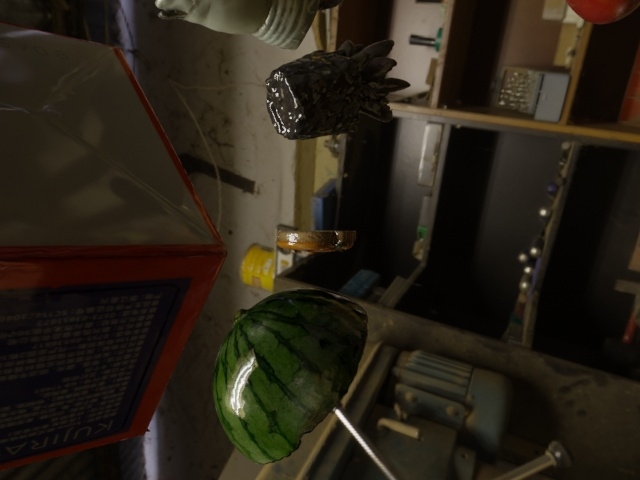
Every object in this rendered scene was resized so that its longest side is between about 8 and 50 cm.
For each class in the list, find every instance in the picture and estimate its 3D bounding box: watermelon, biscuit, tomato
[{"bbox_3d":[-0.082,0.207,0.887,0.331,0.189,0.331,-54,14,19],"label":"watermelon"},{"bbox_3d":[0.000,0.004,1.044,0.170,0.170,0.050,-7,-84,-68],"label":"biscuit"},{"bbox_3d":[0.434,-0.397,0.789,0.159,0.139,0.091,-41,-11,-44],"label":"tomato"}]

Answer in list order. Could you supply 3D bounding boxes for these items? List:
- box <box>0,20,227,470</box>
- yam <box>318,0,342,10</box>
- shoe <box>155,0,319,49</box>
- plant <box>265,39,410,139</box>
[{"bbox_3d":[-0.314,-0.002,0.386,0.348,0.319,0.257,-1,-48,-40],"label":"box"},{"bbox_3d":[-0.022,-0.500,1.018,0.141,0.079,0.079,-33,-45,-37],"label":"yam"},{"bbox_3d":[-0.108,-0.401,0.561,0.210,0.132,0.343,-6,-76,-27],"label":"shoe"},{"bbox_3d":[0.039,-0.342,1.137,0.320,0.194,0.182,-21,-48,-26],"label":"plant"}]
